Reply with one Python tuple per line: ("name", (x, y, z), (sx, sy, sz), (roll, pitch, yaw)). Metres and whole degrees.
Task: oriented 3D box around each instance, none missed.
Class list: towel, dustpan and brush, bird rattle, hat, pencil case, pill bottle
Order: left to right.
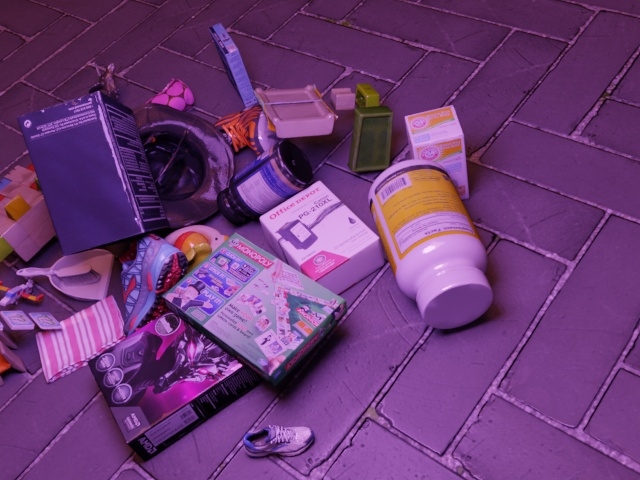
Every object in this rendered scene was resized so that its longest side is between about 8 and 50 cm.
("dustpan and brush", (-0.610, 0.080, 1.701), (0.211, 0.060, 0.147), (-7, 50, 6))
("towel", (-0.534, 0.214, 1.595), (0.197, 0.029, 0.144), (-28, 49, -8))
("pencil case", (-0.463, -0.369, 2.025), (0.209, 0.095, 0.098), (-40, 87, -21))
("hat", (-0.382, -0.169, 1.780), (0.332, 0.134, 0.331), (2, 77, -11))
("bird rattle", (-0.319, 0.043, 1.652), (0.254, 0.143, 0.207), (9, 41, 38))
("pill bottle", (-0.134, -0.127, 1.668), (0.219, 0.123, 0.122), (-32, 42, 29))
("pill bottle", (0.225, 0.006, 1.462), (0.188, 0.187, 0.333), (-17, 49, 1))

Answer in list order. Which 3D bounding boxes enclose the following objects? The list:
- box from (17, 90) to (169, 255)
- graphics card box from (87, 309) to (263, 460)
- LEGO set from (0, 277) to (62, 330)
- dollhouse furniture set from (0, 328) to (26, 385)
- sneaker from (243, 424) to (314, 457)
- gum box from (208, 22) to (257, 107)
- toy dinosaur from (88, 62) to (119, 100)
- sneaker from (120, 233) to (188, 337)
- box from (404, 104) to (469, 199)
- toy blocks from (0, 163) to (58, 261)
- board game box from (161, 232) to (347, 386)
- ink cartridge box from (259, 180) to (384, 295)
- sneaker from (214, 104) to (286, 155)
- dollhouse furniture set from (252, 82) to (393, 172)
("box", (-0.474, -0.135, 1.538), (0.183, 0.296, 0.293), (-18, 93, -1))
("graphics card box", (-0.259, 0.241, 1.458), (0.371, 0.094, 0.233), (-33, 51, -12))
("LEGO set", (-0.711, 0.130, 1.619), (0.244, 0.183, 0.060), (28, 107, 44))
("dollhouse furniture set", (-0.824, 0.250, 1.572), (0.262, 0.135, 0.259), (-31, 50, -11))
("sneaker", (-0.080, 0.368, 1.326), (0.135, 0.058, 0.052), (-13, 49, 3))
("gum box", (-0.243, -0.489, 2.001), (0.041, 0.184, 0.157), (-26, 49, -6))
("toy dinosaur", (-0.672, -0.376, 2.091), (0.160, 0.121, 0.313), (20, 62, 42))
("sneaker", (-0.368, 0.095, 1.523), (0.125, 0.261, 0.104), (41, 30, 21))
("box", (0.261, -0.184, 1.599), (0.114, 0.203, 0.103), (-12, 49, 5))
("toy blocks", (-0.737, -0.109, 1.845), (0.261, 0.190, 0.381), (18, 58, 41))
("board game box", (-0.134, 0.126, 1.431), (0.317, 0.046, 0.213), (30, 59, 33))
("ink cartridge box", (0.000, 0.000, 1.583), (0.172, 0.100, 0.237), (-33, 50, -13))
("sneaker", (-0.183, -0.257, 1.817), (0.180, 0.124, 0.321), (-20, 20, 9))
("dollhouse furniture set", (0.001, -0.270, 1.732), (0.302, 0.151, 0.197), (-7, 36, -16))
